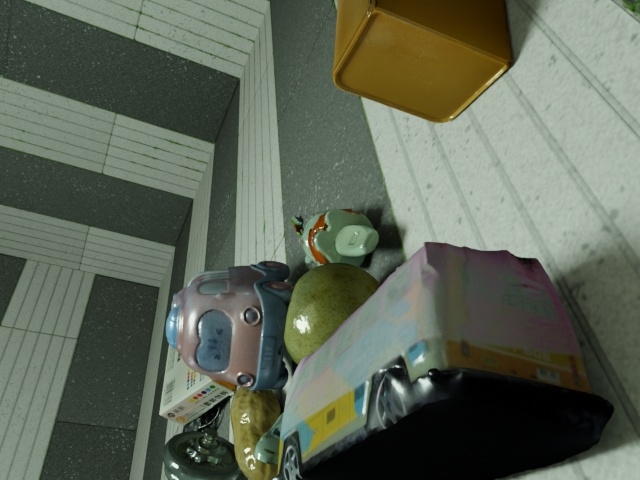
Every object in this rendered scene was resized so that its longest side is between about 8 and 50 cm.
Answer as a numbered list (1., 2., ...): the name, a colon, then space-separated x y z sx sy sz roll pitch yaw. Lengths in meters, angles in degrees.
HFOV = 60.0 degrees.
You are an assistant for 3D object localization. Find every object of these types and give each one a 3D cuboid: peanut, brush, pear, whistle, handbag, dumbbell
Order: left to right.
1. dumbbell: -0.292 0.596 1.200 0.179 0.179 0.406 -144 70 -68
2. handbag: -0.303 0.476 1.494 0.139 0.072 0.115 -36 36 38
3. peanut: -0.117 0.352 1.034 0.226 0.095 0.108 -110 36 -56
4. brush: -0.050 -0.033 1.242 0.021 0.019 0.083 -58 23 15
5. whistle: 0.028 -0.001 0.907 0.253 0.106 0.101 -170 78 -70
6. pear: 0.024 0.114 0.769 0.167 0.136 0.167 16 -90 -81

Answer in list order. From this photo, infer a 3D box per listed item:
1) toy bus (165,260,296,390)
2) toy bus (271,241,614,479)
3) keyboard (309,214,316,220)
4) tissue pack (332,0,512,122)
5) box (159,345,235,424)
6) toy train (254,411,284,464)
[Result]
1. toy bus: -0.174 0.152 1.065 0.294 0.232 0.197 -122 38 -72
2. toy bus: 0.084 0.158 0.570 0.386 0.171 0.162 127 156 -48
3. keyboard: 0.000 0.000 1.096 0.166 0.017 0.055 -120 44 -62
4. tissue pack: 0.124 -0.325 0.747 0.145 0.194 0.274 136 144 -54
5. box: -0.328 0.328 1.514 0.221 0.091 0.274 -35 37 25
6. toy train: -0.036 0.267 0.773 0.234 0.052 0.051 42 -119 -72
